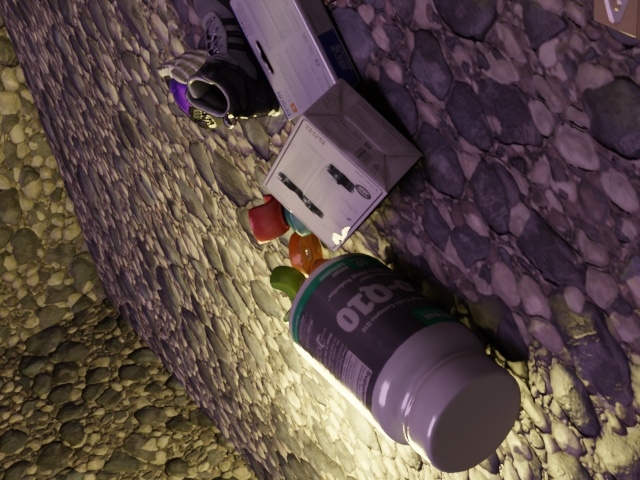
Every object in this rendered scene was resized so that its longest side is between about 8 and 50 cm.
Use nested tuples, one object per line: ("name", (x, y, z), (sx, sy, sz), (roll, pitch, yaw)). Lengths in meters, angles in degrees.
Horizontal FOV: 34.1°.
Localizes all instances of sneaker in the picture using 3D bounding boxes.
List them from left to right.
("sneaker", (-0.216, -0.278, 1.962), (0.146, 0.102, 0.293), (64, 170, -19))
("sneaker", (-0.169, -0.309, 1.717), (0.269, 0.153, 0.101), (58, 143, 6))

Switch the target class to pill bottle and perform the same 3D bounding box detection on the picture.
("pill bottle", (0.123, 0.181, 1.591), (0.361, 0.204, 0.204), (38, 148, 47))

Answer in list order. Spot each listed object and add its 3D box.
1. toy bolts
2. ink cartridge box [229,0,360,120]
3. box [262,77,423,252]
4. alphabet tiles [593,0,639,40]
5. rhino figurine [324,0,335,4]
("toy bolts", (0.000, 0.000, 1.811), (0.158, 0.218, 0.229), (-11, 114, 23))
("ink cartridge box", (-0.043, -0.307, 1.595), (0.223, 0.045, 0.224), (63, 158, -7))
("box", (0.024, -0.105, 1.576), (0.169, 0.087, 0.290), (43, 157, 2))
("alphabet tiles", (0.296, -0.310, 0.866), (0.285, 0.011, 0.343), (40, 150, 44))
("rhino figurine", (-0.003, -0.374, 1.301), (0.106, 0.073, 0.243), (59, -176, 1))
